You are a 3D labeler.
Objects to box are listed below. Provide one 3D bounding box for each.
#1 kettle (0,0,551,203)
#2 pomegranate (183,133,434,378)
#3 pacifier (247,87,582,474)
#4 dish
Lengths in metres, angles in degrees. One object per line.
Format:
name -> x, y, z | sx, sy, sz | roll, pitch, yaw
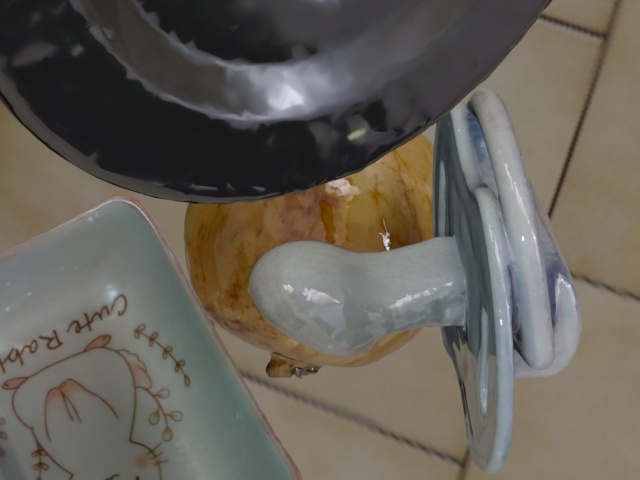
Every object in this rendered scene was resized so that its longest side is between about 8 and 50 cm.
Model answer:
kettle -> -0.111, -0.193, 0.482 | 0.324, 0.321, 0.228 | 45, 117, 42
pomegranate -> 0.000, 0.000, 1.210 | 0.248, 0.248, 0.248 | 4, 103, 18
pacifier -> 0.055, 0.017, 0.976 | 0.207, 0.279, 0.227 | -6, 122, -1
dish -> -0.118, 0.097, 0.809 | 0.151, 0.077, 0.212 | -26, 66, -15
